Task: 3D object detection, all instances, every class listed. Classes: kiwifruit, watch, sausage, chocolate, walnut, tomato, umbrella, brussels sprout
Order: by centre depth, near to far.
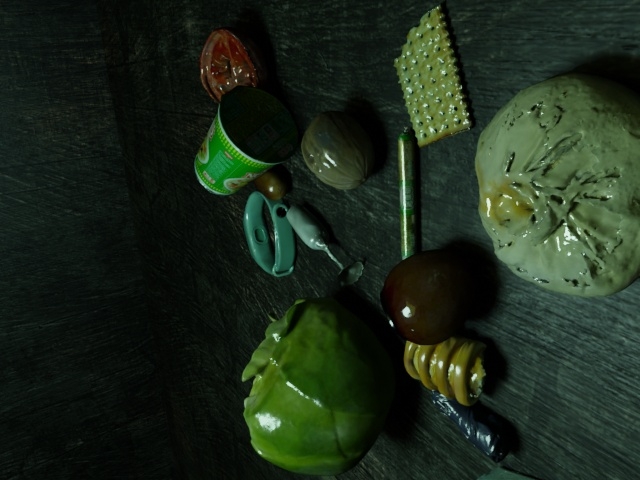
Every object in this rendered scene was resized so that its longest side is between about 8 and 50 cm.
[{"bbox_3d":[0.193,0.092,0.981,0.176,0.176,0.177,32,130,49],"label":"chocolate"},{"bbox_3d":[0.162,-0.076,1.058,0.033,0.032,0.269,22,122,53],"label":"sausage"},{"bbox_3d":[0.255,0.303,1.067,0.248,0.070,0.071,43,138,47],"label":"umbrella"},{"bbox_3d":[0.035,-0.176,1.125,0.140,0.140,0.162,-54,49,54],"label":"walnut"},{"bbox_3d":[0.008,0.315,1.252,0.276,0.314,0.371,74,-161,-56],"label":"brussels sprout"},{"bbox_3d":[-0.198,-0.421,1.433,0.228,0.101,0.228,28,134,34],"label":"tomato"},{"bbox_3d":[-0.127,-0.147,1.464,0.124,0.075,0.075,39,135,54],"label":"kiwifruit"},{"bbox_3d":[-0.136,-0.019,1.552,0.195,0.068,0.237,-13,88,57],"label":"watch"}]

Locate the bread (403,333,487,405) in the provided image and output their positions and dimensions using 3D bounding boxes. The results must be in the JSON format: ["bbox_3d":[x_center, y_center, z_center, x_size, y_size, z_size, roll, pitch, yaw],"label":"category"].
[{"bbox_3d":[0.224,0.223,1.028,0.177,0.084,0.119,15,122,43],"label":"bread"}]

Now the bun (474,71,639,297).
[{"bbox_3d":[0.298,-0.067,0.729,0.287,0.146,0.287,28,124,51],"label":"bun"}]

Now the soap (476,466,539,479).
[{"bbox_3d":[0.338,0.438,0.930,0.198,0.114,0.063,-11,93,59],"label":"soap"}]

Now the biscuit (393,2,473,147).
[{"bbox_3d":[0.181,-0.265,0.955,0.144,0.016,0.203,-15,91,60],"label":"biscuit"}]

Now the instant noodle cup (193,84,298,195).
[{"bbox_3d":[-0.198,-0.225,1.385,0.232,0.207,0.207,-34,74,50],"label":"instant noodle cup"}]

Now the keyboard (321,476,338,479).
[{"bbox_3d":[0.025,0.686,1.660,0.129,0.015,0.049,33,126,49],"label":"keyboard"}]

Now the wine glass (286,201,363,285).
[{"bbox_3d":[0.000,0.000,1.333,0.262,0.074,0.074,48,141,39],"label":"wine glass"}]
